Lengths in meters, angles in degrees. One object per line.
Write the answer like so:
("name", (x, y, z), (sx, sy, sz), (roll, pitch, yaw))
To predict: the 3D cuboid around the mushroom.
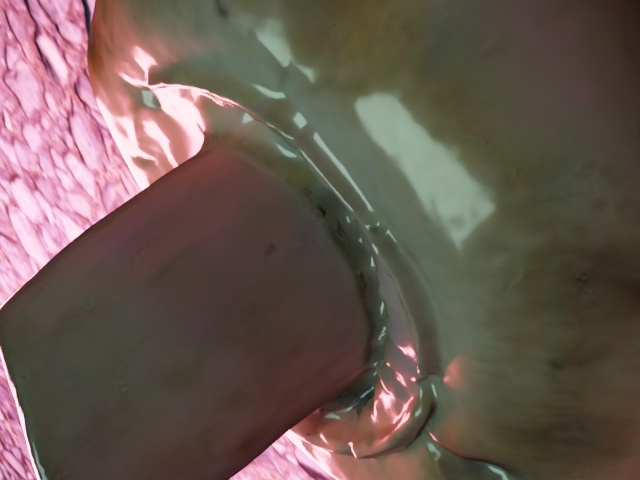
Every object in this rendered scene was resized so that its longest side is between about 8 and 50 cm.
("mushroom", (0.018, -0.024, 0.870), (0.353, 0.353, 0.325), (100, 161, -53))
